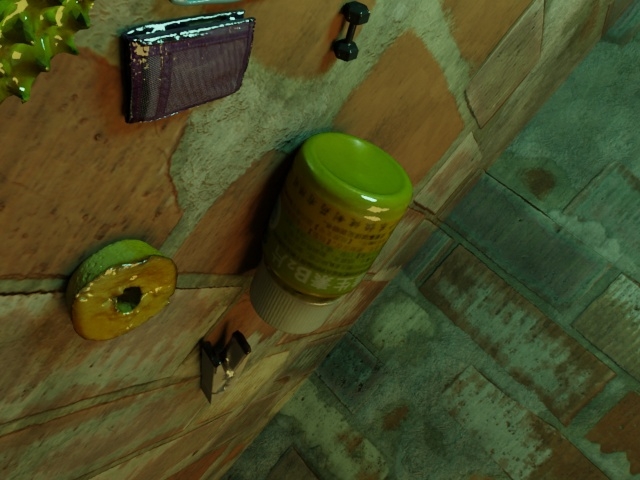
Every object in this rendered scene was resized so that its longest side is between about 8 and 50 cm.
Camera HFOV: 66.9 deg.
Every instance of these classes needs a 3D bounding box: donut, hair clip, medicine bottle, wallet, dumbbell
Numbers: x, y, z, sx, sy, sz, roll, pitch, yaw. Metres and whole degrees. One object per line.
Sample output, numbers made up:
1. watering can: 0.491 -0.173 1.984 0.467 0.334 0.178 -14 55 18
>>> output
1. donut: -0.301 0.072 0.727 0.162 0.065 0.178 -17 146 -46
2. hair clip: -0.262 0.340 1.283 0.101 0.085 0.331 -31 162 -31
3. medicine bottle: 0.000 0.000 0.961 0.224 0.224 0.384 -25 152 -46
4. wallet: -0.149 -0.199 0.561 0.166 0.030 0.111 -32 154 -37
5. dumbbell: 0.046 -0.314 0.728 0.040 0.036 0.083 -30 155 -34

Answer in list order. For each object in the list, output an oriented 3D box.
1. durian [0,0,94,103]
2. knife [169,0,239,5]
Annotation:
1. durian: -0.213 -0.182 0.255 0.352 0.169 0.158 -50 149 0
2. knife: -0.047 -0.314 0.577 0.313 0.019 0.044 -32 153 -39
